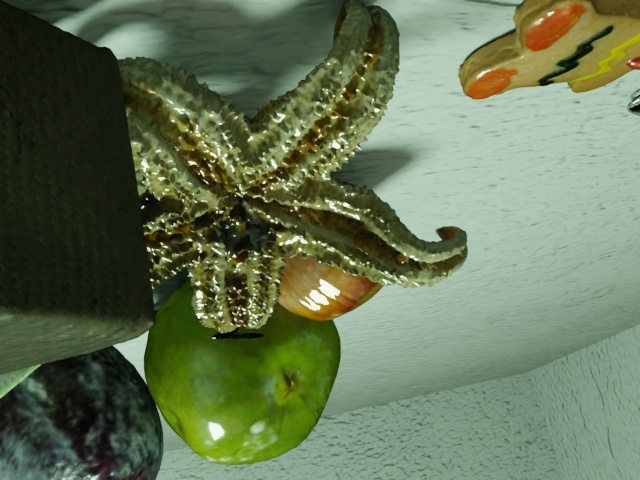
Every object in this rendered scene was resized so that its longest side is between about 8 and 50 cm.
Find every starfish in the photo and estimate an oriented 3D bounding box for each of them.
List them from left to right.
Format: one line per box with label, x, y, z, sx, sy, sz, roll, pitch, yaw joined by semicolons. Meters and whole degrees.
starfish;-0.049;-0.019;0.651;0.312;0.113;0.303;-2;133;-10

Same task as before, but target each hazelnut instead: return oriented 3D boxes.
hazelnut;0.000;0.000;0.903;0.150;0.150;0.150;-14;163;-4

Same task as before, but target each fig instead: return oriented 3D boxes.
fig;-0.114;0.103;1.039;0.233;0.314;0.233;-22;136;-23

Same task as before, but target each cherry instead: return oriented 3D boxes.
cherry;-0.313;0.209;1.049;0.218;0.296;0.254;-38;151;-46

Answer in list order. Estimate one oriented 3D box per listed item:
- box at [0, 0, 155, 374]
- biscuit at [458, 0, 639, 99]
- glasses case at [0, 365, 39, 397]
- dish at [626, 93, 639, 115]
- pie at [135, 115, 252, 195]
box;-0.248;-0.004;0.503;0.273;0.184;0.143;-17;164;24
biscuit;0.246;-0.160;0.739;0.250;0.036;0.165;-7;163;-26
glasses case;-0.351;0.137;0.808;0.062;0.095;0.272;-25;-166;41
dish;0.472;-0.133;0.882;0.303;0.120;0.303;-15;164;-4
pie;-0.160;-0.016;0.772;0.282;0.068;0.129;-33;154;26
